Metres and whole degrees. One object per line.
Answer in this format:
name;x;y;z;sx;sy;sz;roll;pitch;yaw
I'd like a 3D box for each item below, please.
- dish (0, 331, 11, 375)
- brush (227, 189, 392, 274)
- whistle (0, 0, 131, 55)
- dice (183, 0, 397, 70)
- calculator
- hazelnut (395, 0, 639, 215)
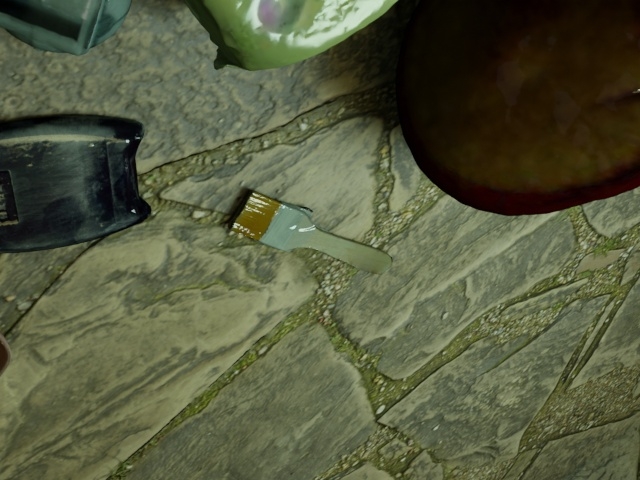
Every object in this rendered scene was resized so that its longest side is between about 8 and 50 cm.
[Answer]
dish;-0.509;0.144;0.877;0.213;0.090;0.213;-18;129;-23
brush;0.000;0.000;1.139;0.337;0.020;0.085;22;106;-40
whistle;-0.253;-0.281;0.685;0.164;0.163;0.290;-1;157;-31
dice;-0.063;-0.346;0.723;0.254;0.252;0.249;-34;130;-6
calculator;-0.348;-0.067;0.876;0.268;0.040;0.177;-11;122;-20
hazelnut;0.303;-0.237;0.937;0.429;0.402;0.402;-31;139;32
